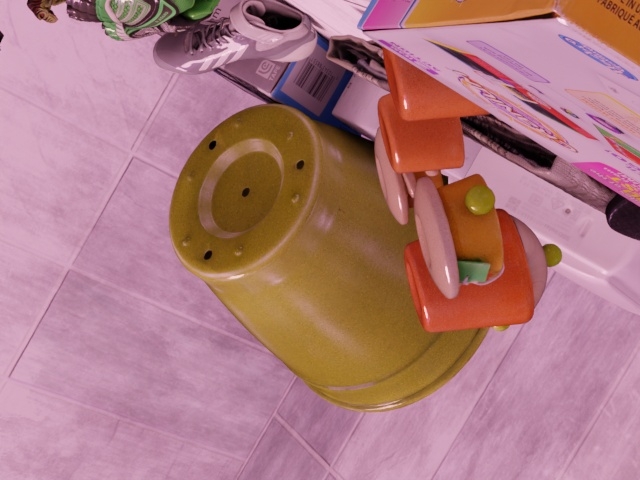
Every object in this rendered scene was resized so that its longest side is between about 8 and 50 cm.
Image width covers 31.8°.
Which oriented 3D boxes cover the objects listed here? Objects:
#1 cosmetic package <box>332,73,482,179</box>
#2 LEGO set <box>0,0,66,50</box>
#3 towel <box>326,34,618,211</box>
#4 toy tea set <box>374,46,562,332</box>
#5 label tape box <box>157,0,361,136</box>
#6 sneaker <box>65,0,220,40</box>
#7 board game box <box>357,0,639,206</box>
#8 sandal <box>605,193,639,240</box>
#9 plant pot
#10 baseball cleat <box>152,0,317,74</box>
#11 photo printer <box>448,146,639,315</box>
[{"bbox_3d":[0.103,-0.145,1.328,0.117,0.086,0.231,28,-175,-16],"label":"cosmetic package"},{"bbox_3d":[-0.382,-0.317,1.426,0.254,0.192,0.331,5,-160,-21],"label":"LEGO set"},{"bbox_3d":[0.199,-0.091,1.041,0.324,0.056,0.312,20,-168,-45],"label":"towel"},{"bbox_3d":[0.120,-0.047,0.831,0.336,0.124,0.200,83,173,-76],"label":"toy tea set"},{"bbox_3d":[-0.104,-0.269,1.564,0.333,0.106,0.240,32,-177,30],"label":"label tape box"},{"bbox_3d":[-0.176,-0.277,1.261,0.146,0.134,0.343,11,-167,0],"label":"sneaker"},{"bbox_3d":[0.161,-0.067,0.526,0.242,0.064,0.316,29,-176,-14],"label":"board game box"},{"bbox_3d":[0.312,-0.012,0.912,0.179,0.067,0.040,21,-136,-16],"label":"sandal"},{"bbox_3d":[0.000,0.000,1.479,0.366,0.366,0.353,33,179,43],"label":"plant pot"},{"bbox_3d":[-0.109,-0.248,1.326,0.205,0.072,0.109,-6,160,10],"label":"baseball cleat"},{"bbox_3d":[0.322,-0.009,1.420,0.256,0.107,0.307,32,-176,31],"label":"photo printer"}]
